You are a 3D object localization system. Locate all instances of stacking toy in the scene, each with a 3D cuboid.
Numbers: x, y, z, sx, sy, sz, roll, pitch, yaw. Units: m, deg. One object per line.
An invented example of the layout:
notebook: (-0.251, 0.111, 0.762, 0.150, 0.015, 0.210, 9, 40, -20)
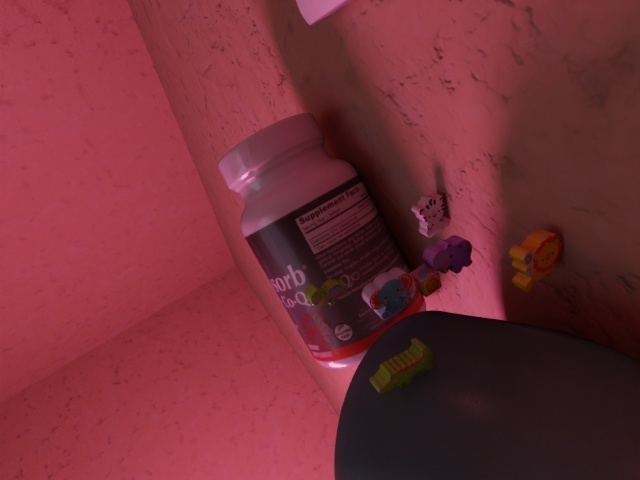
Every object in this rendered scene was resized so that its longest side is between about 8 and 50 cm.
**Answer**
stacking toy: (0.102, 0.035, 0.427, 0.167, 0.221, 0.052, 38, 157, 57)

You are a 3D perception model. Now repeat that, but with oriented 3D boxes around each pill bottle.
pill bottle: (0.000, 0.000, 0.659, 0.363, 0.210, 0.210, 61, 163, -6)

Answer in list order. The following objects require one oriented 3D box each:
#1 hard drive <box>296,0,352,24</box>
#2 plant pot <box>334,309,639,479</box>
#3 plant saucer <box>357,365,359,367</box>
hard drive: (0.030, -0.334, 0.297, 0.353, 0.047, 0.233, 23, 141, 63)
plant pot: (0.197, 0.214, 0.373, 0.235, 0.293, 0.293, -13, 108, 56)
plant saucer: (0.181, 0.391, 1.082, 0.188, 0.045, 0.188, 57, 163, 6)
